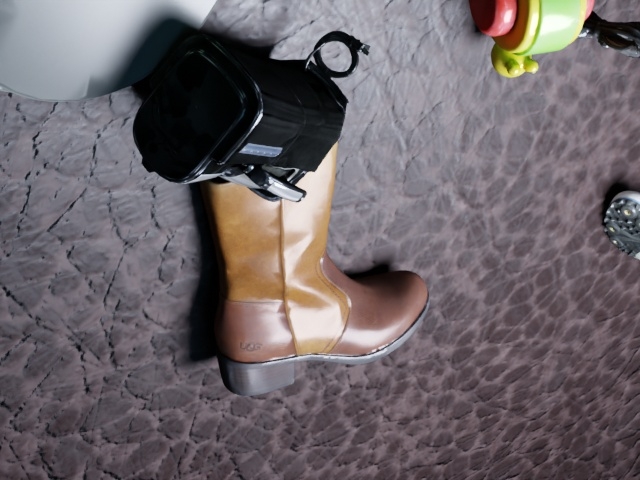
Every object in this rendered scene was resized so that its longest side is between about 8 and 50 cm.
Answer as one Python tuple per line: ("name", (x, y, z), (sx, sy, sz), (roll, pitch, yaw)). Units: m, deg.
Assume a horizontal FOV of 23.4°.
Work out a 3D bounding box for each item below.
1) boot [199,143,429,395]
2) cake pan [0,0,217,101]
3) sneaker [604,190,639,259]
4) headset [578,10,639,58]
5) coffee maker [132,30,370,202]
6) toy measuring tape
("boot", (0.000, 0.000, 1.594), (0.264, 0.096, 0.280), (-15, 126, -19))
("cake pan", (-0.188, -0.232, 1.232), (0.293, 0.054, 0.293), (-22, 136, -23))
("sneaker", (0.424, -0.007, 1.924), (0.237, 0.085, 0.086), (41, 69, -47))
("headset", (0.342, -0.375, 1.509), (0.243, 0.185, 0.394), (2, 108, -35))
("coffee maker", (-0.062, -0.124, 1.359), (0.178, 0.120, 0.171), (5, 107, -66))
("toy measuring tape", (0.212, -0.282, 1.452), (0.121, 0.121, 0.330), (-19, 138, -26))
